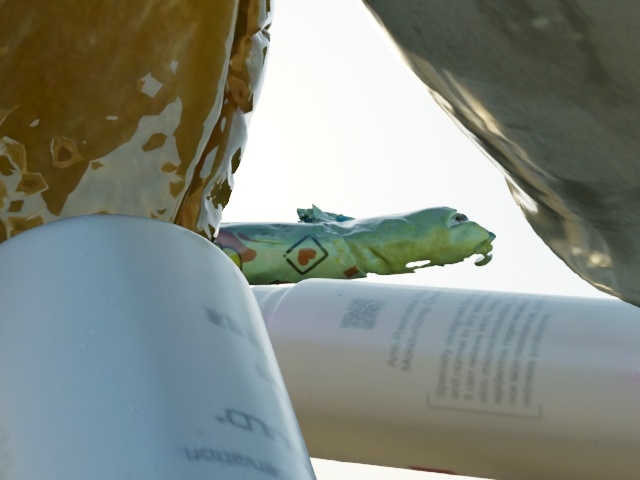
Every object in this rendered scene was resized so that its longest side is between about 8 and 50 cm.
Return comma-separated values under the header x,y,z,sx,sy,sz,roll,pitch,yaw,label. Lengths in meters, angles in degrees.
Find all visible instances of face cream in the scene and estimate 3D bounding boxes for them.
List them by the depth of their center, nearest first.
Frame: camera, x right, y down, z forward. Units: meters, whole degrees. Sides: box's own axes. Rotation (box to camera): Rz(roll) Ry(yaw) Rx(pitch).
x,y,z,sx,sy,sz,roll,pitch,yaw,label
-0.022,0.116,0.296,0.092,0.092,0.311,36,18,-34,face cream
0.066,0.074,0.842,0.345,0.102,0.102,3,-23,32,face cream

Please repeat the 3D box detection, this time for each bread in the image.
x,y,z,sx,sy,sz,roll,pitch,yaw,label
-0.137,-0.047,0.511,0.142,0.253,0.227,15,-12,48,bread

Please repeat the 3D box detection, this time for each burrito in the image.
x,y,z,sx,sy,sz,roll,pitch,yaw,label
0.000,0.000,1.335,0.288,0.054,0.104,-4,18,1,burrito

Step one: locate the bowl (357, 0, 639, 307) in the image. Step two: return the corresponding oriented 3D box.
x,y,z,sx,sy,sz,roll,pitch,yaw,label
0.067,-0.151,0.353,0.146,0.313,0.313,17,-4,-25,bowl
